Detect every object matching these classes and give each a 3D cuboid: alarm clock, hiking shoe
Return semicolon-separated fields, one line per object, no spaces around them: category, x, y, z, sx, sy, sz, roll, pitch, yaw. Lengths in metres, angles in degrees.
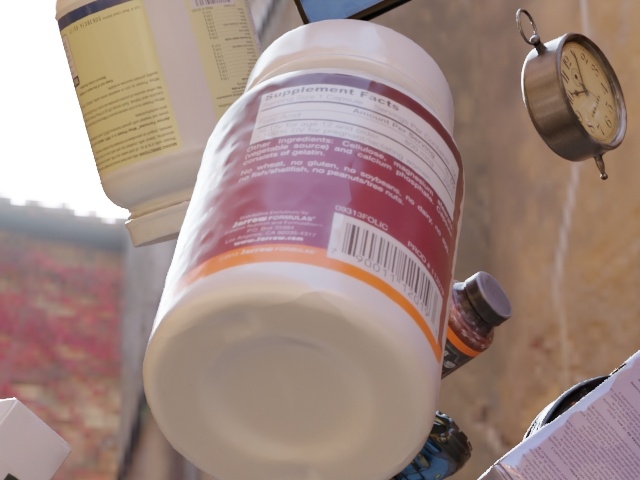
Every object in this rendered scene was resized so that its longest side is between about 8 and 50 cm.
alarm clock;0.252;-0.162;2.032;0.064;0.129;0.192;-18;-61;34
hiking shoe;0.076;0.313;2.571;0.113;0.132;0.304;50;-41;-14

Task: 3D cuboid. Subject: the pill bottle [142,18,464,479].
pill bottle;0.000;0.000;1.585;0.224;0.392;0.224;5;-52;6

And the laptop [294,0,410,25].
laptop;0.031;-0.361;1.843;0.234;0.137;0.264;-25;-48;10

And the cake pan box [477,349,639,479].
cake pan box;0.293;0.234;1.680;0.245;0.267;0.070;-34;-12;-35

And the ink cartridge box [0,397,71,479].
ink cartridge box;-0.357;0.257;1.906;0.086;0.203;0.148;46;-30;-21

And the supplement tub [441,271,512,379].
supplement tub;0.146;0.119;2.475;0.198;0.106;0.106;-37;-42;25

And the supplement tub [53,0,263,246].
supplement tub;-0.175;-0.173;2.379;0.235;0.325;0.235;-15;-1;0
